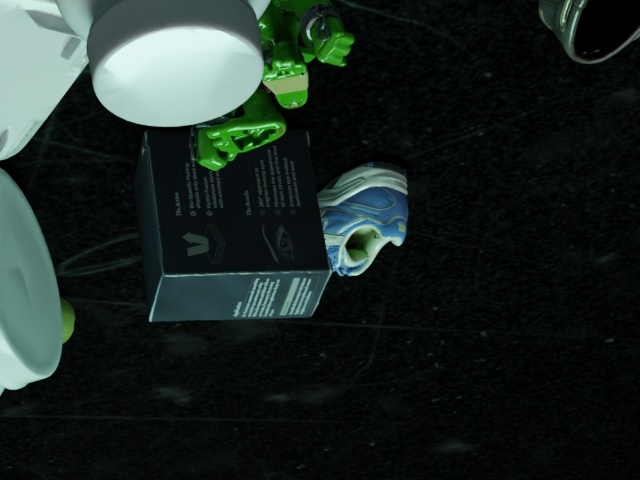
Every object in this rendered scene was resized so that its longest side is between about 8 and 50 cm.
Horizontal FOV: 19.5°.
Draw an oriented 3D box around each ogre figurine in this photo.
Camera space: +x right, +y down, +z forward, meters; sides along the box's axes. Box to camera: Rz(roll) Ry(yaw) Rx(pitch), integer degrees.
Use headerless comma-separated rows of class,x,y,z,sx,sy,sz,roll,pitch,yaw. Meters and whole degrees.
ogre figurine,-0.046,-0.151,1.541,0.096,0.118,0.197,5,145,-16

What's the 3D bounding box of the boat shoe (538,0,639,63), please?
boat shoe,0.288,-0.264,1.437,0.132,0.130,0.355,5,146,-24

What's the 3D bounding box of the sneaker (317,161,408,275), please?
sneaker,0.000,0.000,1.839,0.211,0.081,0.080,-31,145,34

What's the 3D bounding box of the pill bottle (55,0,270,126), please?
pill bottle,-0.110,-0.219,1.257,0.152,0.272,0.152,-8,149,-5

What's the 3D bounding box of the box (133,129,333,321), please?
box,-0.084,-0.014,1.718,0.158,0.156,0.093,-1,149,-15

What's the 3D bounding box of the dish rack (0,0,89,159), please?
dish rack,-0.341,-0.158,1.492,0.332,0.072,0.285,10,143,-31

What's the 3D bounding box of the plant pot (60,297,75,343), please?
plant pot,-0.294,0.079,1.898,0.083,0.083,0.079,-28,157,27

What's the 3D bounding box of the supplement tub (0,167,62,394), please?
supplement tub,-0.420,0.068,1.677,0.324,0.235,0.235,-15,149,10
